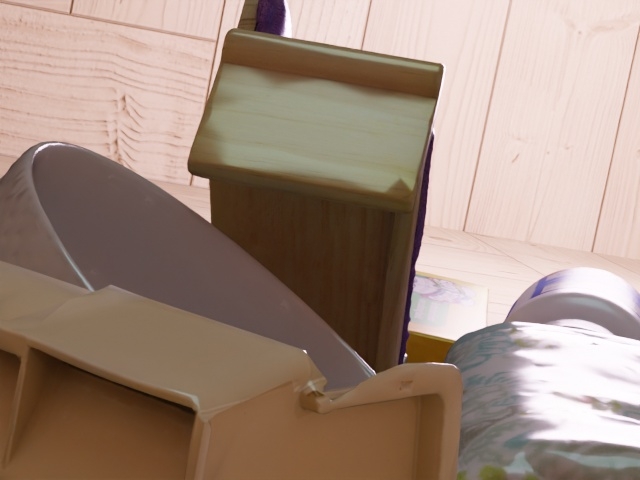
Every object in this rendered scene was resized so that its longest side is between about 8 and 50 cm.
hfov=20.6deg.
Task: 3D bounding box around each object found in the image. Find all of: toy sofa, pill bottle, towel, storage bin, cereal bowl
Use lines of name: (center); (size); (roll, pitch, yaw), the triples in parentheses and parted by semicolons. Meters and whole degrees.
toy sofa: (0.000, 0.000, 1.275); (0.150, 0.362, 0.177); (11, 53, 6)
pill bottle: (0.228, 0.112, 1.574); (0.152, 0.152, 0.272); (12, 8, 9)
towel: (0.255, 0.133, 1.045); (0.374, 0.090, 0.320); (7, 7, 3)
storage bin: (-0.102, 0.123, 0.578); (0.262, 0.260, 0.123); (17, 23, 34)
cereal bowl: (-0.081, 0.103, 1.001); (0.339, 0.141, 0.339); (42, 9, -8)

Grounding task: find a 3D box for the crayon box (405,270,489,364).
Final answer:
crayon box: (-0.005, 0.082, 1.635); (0.313, 0.106, 0.363); (13, 8, 5)
